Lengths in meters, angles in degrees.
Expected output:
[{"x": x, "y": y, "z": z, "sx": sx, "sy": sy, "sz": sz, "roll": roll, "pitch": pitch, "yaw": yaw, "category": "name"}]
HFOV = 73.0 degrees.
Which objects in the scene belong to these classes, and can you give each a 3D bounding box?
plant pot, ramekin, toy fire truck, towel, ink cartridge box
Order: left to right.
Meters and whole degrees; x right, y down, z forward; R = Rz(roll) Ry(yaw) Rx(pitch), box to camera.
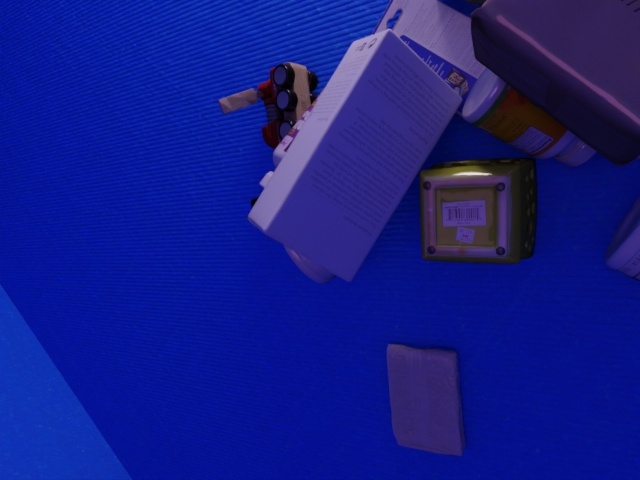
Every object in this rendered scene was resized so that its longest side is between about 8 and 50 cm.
[{"x": -0.142, "y": -0.354, "z": 1.198, "sx": 0.247, "sy": 0.159, "sz": 0.216, "roll": -1, "pitch": 97, "yaw": 42, "category": "toy fire truck"}, {"x": 0.000, "y": 0.000, "z": 1.134, "sx": 0.109, "sy": 0.207, "sz": 0.207, "roll": -37, "pitch": 79, "yaw": 19, "category": "ramekin"}, {"x": 0.274, "y": 0.413, "z": 1.130, "sx": 0.187, "sy": 0.049, "sz": 0.281, "roll": -2, "pitch": 96, "yaw": 28, "category": "towel"}, {"x": 0.288, "y": -0.413, "z": 0.981, "sx": 0.371, "sy": 0.069, "sz": 0.175, "roll": 40, "pitch": 115, "yaw": 16, "category": "ink cartridge box"}, {"x": 0.331, "y": -0.062, "z": 0.930, "sx": 0.229, "sy": 0.207, "sz": 0.226, "roll": 2, "pitch": 99, "yaw": 30, "category": "plant pot"}]

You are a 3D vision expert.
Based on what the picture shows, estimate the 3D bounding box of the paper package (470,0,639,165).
[{"x": 0.456, "y": -0.329, "z": 0.641, "sx": 0.309, "sy": 0.168, "sz": 0.325, "roll": -46, "pitch": 74, "yaw": 11, "category": "paper package"}]

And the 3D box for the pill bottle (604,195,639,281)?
[{"x": 0.718, "y": 0.041, "z": 0.729, "sx": 0.361, "sy": 0.204, "sz": 0.204, "roll": 31, "pitch": 112, "yaw": 23, "category": "pill bottle"}]

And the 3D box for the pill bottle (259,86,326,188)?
[{"x": -0.010, "y": -0.216, "z": 1.064, "sx": 0.169, "sy": 0.169, "sz": 0.301, "roll": 39, "pitch": 90, "yaw": 19, "category": "pill bottle"}]

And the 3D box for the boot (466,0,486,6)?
[{"x": 0.353, "y": -0.520, "z": 0.906, "sx": 0.209, "sy": 0.189, "sz": 0.075, "roll": 13, "pitch": 130, "yaw": 5, "category": "boot"}]

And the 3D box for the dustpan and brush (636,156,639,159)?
[{"x": 0.630, "y": -0.192, "z": 0.812, "sx": 0.211, "sy": 0.147, "sz": 0.060, "roll": 33, "pitch": 156, "yaw": -11, "category": "dustpan and brush"}]

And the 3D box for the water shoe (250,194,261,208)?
[{"x": -0.108, "y": -0.095, "z": 1.245, "sx": 0.203, "sy": 0.080, "sz": 0.072, "roll": 4, "pitch": 100, "yaw": 29, "category": "water shoe"}]

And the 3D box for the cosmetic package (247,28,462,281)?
[{"x": 0.068, "y": -0.171, "z": 0.919, "sx": 0.452, "sy": 0.230, "sz": 0.161, "roll": -58, "pitch": 26, "yaw": 1, "category": "cosmetic package"}]

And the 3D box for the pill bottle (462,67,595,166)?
[{"x": 0.421, "y": -0.244, "z": 0.850, "sx": 0.246, "sy": 0.136, "sz": 0.136, "roll": 26, "pitch": 112, "yaw": -7, "category": "pill bottle"}]
